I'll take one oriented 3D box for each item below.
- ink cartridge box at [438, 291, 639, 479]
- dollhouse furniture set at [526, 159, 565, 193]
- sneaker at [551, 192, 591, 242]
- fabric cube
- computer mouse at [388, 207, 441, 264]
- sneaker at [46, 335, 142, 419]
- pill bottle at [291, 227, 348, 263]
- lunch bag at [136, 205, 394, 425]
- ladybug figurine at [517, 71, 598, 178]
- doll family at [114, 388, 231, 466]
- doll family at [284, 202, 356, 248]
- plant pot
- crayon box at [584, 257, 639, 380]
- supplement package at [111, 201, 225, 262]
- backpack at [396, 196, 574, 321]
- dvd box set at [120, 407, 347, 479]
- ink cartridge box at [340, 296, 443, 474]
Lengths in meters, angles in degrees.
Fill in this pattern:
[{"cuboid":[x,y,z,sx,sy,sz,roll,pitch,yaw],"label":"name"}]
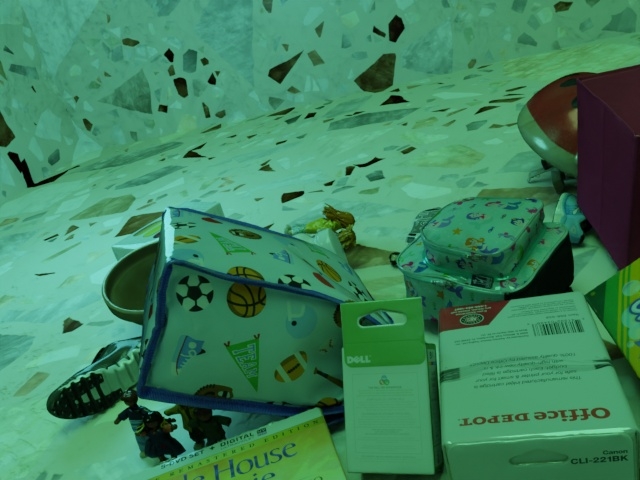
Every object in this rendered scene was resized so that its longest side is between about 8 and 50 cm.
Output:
[{"cuboid":[0.252,0.188,0.776,0.197,0.114,0.272,-9,24,14],"label":"ink cartridge box"},{"cuboid":[0.499,-0.151,1.431,0.081,0.091,0.114,-22,22,28],"label":"dollhouse furniture set"},{"cuboid":[0.485,-0.036,1.217,0.073,0.063,0.162,15,37,19],"label":"sneaker"},{"cuboid":[0.586,-0.131,1.035,0.254,0.258,0.259,-10,33,7],"label":"fabric cube"},{"cuboid":[0.218,-0.003,1.322,0.106,0.042,0.193,-6,31,33],"label":"computer mouse"},{"cuboid":[-0.383,0.239,1.133,0.234,0.078,0.106,-29,23,-36],"label":"sneaker"},{"cuboid":[-0.061,0.060,1.210,0.216,0.121,0.121,-24,21,13],"label":"pill bottle"},{"cuboid":[-0.071,0.117,0.978,0.386,0.238,0.328,11,15,-18],"label":"lunch bag"},{"cuboid":[0.589,-0.253,1.360,0.305,0.161,0.449,22,30,8],"label":"ladybug figurine"},{"cuboid":[-0.216,0.264,0.915,0.193,0.111,0.076,-14,24,7],"label":"doll family"},{"cuboid":[0.000,0.000,1.353,0.163,0.118,0.263,-11,24,13],"label":"doll family"},{"cuboid":[-0.318,0.105,1.309,0.238,0.109,0.237,-6,37,5],"label":"plant pot"},{"cuboid":[0.458,0.115,0.703,0.203,0.083,0.322,-41,24,19],"label":"crayon box"},{"cuboid":[-0.347,0.018,1.522,0.139,0.133,0.244,3,30,39],"label":"supplement package"},{"cuboid":[0.255,0.039,1.036,0.254,0.191,0.225,0,29,44],"label":"backpack"},{"cuboid":[-0.087,0.368,0.664,0.308,0.062,0.420,-18,24,-6],"label":"dvd box set"},{"cuboid":[0.088,0.180,0.792,0.109,0.209,0.062,-7,-11,21],"label":"ink cartridge box"}]
